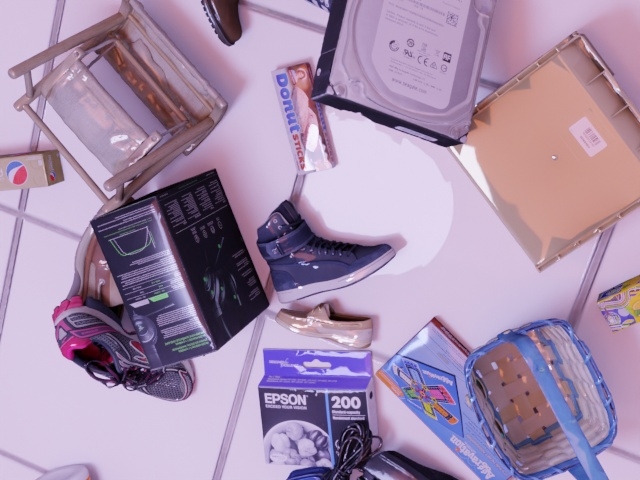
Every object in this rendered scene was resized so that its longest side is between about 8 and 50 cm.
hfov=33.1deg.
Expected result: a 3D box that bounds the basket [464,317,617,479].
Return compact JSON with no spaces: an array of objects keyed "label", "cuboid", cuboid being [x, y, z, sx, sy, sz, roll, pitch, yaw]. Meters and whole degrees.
[{"label":"basket","cuboid":[0.335,0.247,1.617,0.201,0.289,0.255,-27,92,-5]}]

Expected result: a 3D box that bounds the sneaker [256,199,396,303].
[{"label":"sneaker","cuboid":[-0.001,0.001,1.783,0.226,0.086,0.163,-18,100,23]}]

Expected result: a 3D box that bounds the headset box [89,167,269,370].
[{"label":"headset box","cuboid":[-0.220,0.051,1.785,0.131,0.246,0.283,-19,99,21]}]

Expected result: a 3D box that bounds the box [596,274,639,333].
[{"label":"box","cuboid":[0.512,0.077,1.649,0.169,0.054,0.059,-29,94,22]}]

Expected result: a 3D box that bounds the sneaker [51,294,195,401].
[{"label":"sneaker","cuboid":[-0.346,0.216,1.885,0.121,0.112,0.299,-43,127,18]}]

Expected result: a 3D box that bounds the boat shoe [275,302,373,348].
[{"label":"boat shoe","cuboid":[0.009,0.134,1.832,0.170,0.063,0.059,13,105,5]}]

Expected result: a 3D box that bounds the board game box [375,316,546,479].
[{"label":"board game box","cuboid":[0.240,0.276,1.807,0.281,0.027,0.145,45,111,3]}]

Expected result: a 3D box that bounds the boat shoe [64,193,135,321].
[{"label":"boat shoe","cuboid":[-0.370,0.063,1.914,0.116,0.123,0.324,26,120,7]}]

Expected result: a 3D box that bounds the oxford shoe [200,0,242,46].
[{"label":"oxford shoe","cuboid":[-0.146,-0.426,1.725,0.096,0.083,0.227,-4,104,15]}]

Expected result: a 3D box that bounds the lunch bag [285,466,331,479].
[{"label":"lunch bag","cuboid":[-0.018,0.445,1.916,0.098,0.065,0.067,-17,98,22]}]

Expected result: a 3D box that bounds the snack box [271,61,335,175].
[{"label":"snack box","cuboid":[-0.028,-0.199,1.775,0.064,0.022,0.178,-11,101,22]}]

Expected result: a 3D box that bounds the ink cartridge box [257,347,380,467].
[{"label":"ink cartridge box","cuboid":[-0.005,0.294,1.885,0.206,0.045,0.208,-1,102,19]}]

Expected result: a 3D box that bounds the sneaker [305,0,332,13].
[{"label":"sneaker","cuboid":[0.035,-0.368,1.638,0.282,0.153,0.099,36,112,7]}]

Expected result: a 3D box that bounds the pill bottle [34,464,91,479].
[{"label":"pill bottle","cuboid":[-0.473,0.554,2.067,0.121,0.121,0.221,-13,100,21]}]

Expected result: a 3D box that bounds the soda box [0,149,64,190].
[{"label":"soda box","cuboid":[-0.561,-0.124,1.954,0.181,0.058,0.061,-4,103,19]}]

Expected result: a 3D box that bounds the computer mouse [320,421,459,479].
[{"label":"computer mouse","cuboid":[0.136,0.440,1.830,0.272,0.072,0.188,22,106,-2]}]

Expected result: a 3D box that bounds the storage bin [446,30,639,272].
[{"label":"storage bin","cuboid":[0.357,-0.134,1.610,0.260,0.123,0.262,-37,90,23]}]

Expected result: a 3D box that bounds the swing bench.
[{"label":"swing bench","cuboid":[-0.331,-0.228,1.776,0.255,0.165,0.253,-40,88,-18]}]

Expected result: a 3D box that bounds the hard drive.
[{"label":"hard drive","cuboid":[0.134,-0.327,1.534,0.237,0.064,0.339,17,79,-24]}]
